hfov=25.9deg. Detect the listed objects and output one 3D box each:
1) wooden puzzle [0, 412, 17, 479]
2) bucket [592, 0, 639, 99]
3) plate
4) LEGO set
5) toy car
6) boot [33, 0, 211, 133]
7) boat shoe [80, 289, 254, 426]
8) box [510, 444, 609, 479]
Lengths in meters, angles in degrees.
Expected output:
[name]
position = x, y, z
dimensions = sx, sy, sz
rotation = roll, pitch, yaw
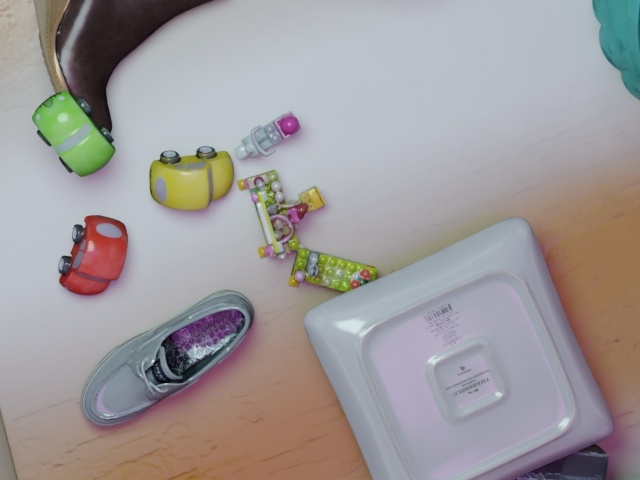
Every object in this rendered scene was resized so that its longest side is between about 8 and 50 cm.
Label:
[wooden puzzle]
position = -0.469, 0.266, 1.562
dimensions = 0.239, 0.044, 0.220
rotation = -13, 96, -4
[bucket]
position = 0.447, -0.271, 1.518
dimensions = 0.281, 0.183, 0.281
rotation = 0, 94, -5
[plate]
position = 0.158, 0.150, 1.528
dimensions = 0.277, 0.045, 0.278
rotation = -24, 96, -4
[LEGO set]
position = 0.000, 0.000, 1.545
dimensions = 0.132, 0.107, 0.287
rotation = -39, 97, 0
[toy car]
position = -0.227, -0.064, 1.500
dimensions = 0.239, 0.053, 0.225
rotation = -38, 126, -1
[boot]
position = -0.201, -0.242, 1.512
dimensions = 0.207, 0.090, 0.248
rotation = -14, 93, -1
[boat shoe]
position = -0.174, 0.133, 1.555
dimensions = 0.227, 0.081, 0.079
rotation = -35, 97, -1
[box]
position = 0.189, 0.376, 1.611
dimensions = 0.243, 0.076, 0.307
rotation = 7, 94, -6
